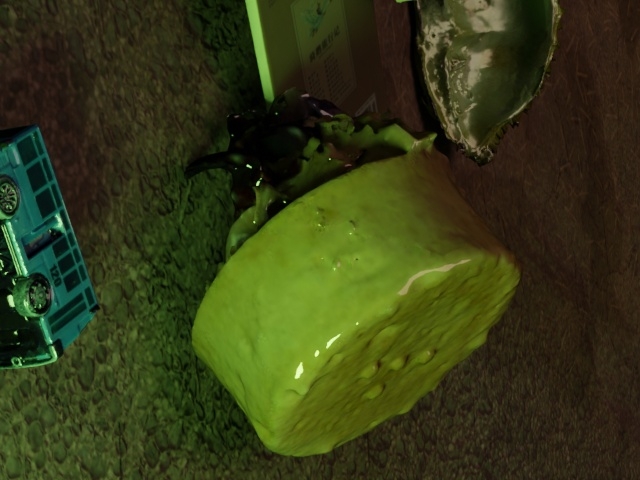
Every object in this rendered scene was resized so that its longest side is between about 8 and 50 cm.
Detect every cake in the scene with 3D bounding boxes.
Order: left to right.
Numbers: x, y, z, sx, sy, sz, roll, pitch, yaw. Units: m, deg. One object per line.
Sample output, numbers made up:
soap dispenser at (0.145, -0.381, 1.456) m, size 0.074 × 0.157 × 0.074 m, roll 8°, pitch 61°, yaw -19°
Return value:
cake at (-0.006, 0.006, 1.744) m, size 0.321 × 0.332 × 0.332 m, roll 53°, pitch 19°, yaw 24°

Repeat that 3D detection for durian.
durian at (0.216, -0.293, 2.277) m, size 0.198 × 0.163 × 0.394 m, roll 1°, pitch 90°, yaw -58°

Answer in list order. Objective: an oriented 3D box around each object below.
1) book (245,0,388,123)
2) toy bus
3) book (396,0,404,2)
book at (0.001, -0.200, 1.893) m, size 0.217 × 0.021 × 0.310 m, roll -50°, pitch 143°, yaw -39°
toy bus at (-0.256, 0.005, 1.434) m, size 0.106 × 0.090 × 0.185 m, roll -44°, pitch 123°, yaw -57°
book at (0.049, -0.460, 1.839) m, size 0.371 × 0.043 × 0.260 m, roll 45°, pitch 51°, yaw -49°
